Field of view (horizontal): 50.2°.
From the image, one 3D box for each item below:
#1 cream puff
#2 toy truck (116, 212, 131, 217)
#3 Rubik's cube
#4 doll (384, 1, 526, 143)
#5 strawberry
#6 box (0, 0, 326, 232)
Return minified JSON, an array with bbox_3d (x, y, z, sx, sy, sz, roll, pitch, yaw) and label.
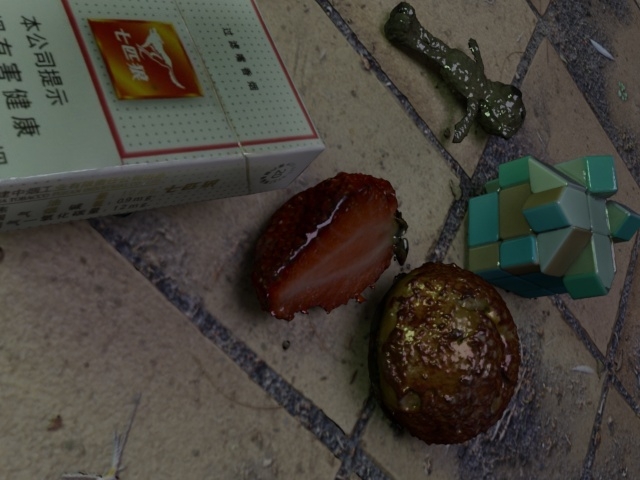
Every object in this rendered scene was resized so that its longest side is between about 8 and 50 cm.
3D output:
[{"bbox_3d":[0.166,0.144,0.883,0.240,0.164,0.239,0,91,-39],"label":"cream puff"},{"bbox_3d":[-0.165,-0.104,0.714,0.178,0.080,0.115,-22,84,-41],"label":"toy truck"},{"bbox_3d":[0.375,-0.013,1.078,0.265,0.213,0.224,19,65,-40],"label":"Rubik's cube"},{"bbox_3d":[0.230,-0.279,1.117,0.286,0.091,0.202,51,39,-6],"label":"doll"},{"bbox_3d":[0.002,-0.006,0.826,0.236,0.107,0.175,1,112,-48],"label":"strawberry"},{"bbox_3d":[-0.180,-0.134,0.609,0.330,0.095,0.210,-12,71,-39],"label":"box"}]
